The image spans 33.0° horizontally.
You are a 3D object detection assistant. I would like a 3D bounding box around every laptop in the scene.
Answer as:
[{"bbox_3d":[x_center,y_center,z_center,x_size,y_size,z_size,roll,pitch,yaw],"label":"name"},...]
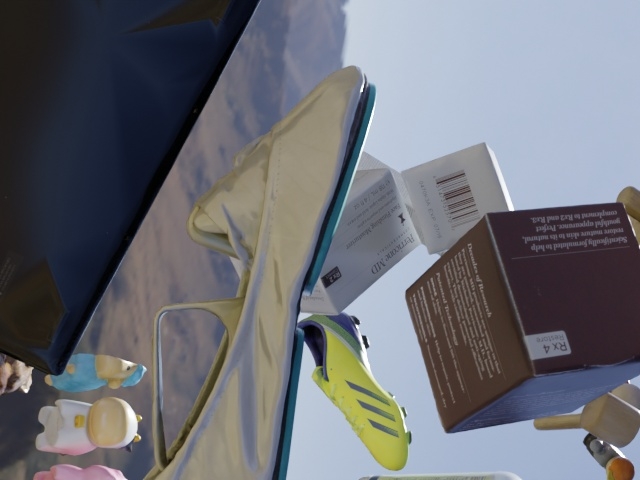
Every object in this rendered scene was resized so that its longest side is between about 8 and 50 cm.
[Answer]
[{"bbox_3d":[-0.322,-0.158,0.949,0.382,0.408,0.236,-62,-167,2],"label":"laptop"}]

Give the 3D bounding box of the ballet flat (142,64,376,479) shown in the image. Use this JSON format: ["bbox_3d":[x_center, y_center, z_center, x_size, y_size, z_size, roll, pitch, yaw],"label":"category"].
[{"bbox_3d":[-0.058,0.040,0.846,0.139,0.139,0.400,144,-40,-82],"label":"ballet flat"}]

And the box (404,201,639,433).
[{"bbox_3d":[0.215,0.082,1.102,0.203,0.169,0.167,128,-47,-58],"label":"box"}]

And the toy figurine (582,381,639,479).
[{"bbox_3d":[0.561,0.309,1.834,0.148,0.213,0.209,-122,-149,-71],"label":"toy figurine"}]

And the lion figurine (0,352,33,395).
[{"bbox_3d":[-0.369,0.190,1.021,0.240,0.142,0.392,90,10,-55],"label":"lion figurine"}]

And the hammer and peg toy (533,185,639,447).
[{"bbox_3d":[0.372,0.114,1.513,0.266,0.127,0.361,-36,-154,58],"label":"hammer and peg toy"}]

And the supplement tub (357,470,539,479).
[{"bbox_3d":[0.215,0.485,1.708,0.235,0.325,0.235,-6,90,-72],"label":"supplement tub"}]

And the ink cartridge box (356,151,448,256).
[{"bbox_3d":[0.152,-0.050,1.801,0.045,0.224,0.223,-55,174,-8],"label":"ink cartridge box"}]

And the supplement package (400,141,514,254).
[{"bbox_3d":[0.171,-0.048,1.294,0.179,0.105,0.105,-1,72,-77],"label":"supplement package"}]

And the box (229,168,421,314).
[{"bbox_3d":[0.000,0.000,1.436,0.182,0.181,0.119,0,-59,49],"label":"box"}]

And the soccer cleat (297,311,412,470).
[{"bbox_3d":[0.045,0.238,1.690,0.093,0.121,0.289,-56,-131,43],"label":"soccer cleat"}]

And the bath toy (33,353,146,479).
[{"bbox_3d":[-0.328,0.342,1.535,0.151,0.129,0.348,-18,-119,45],"label":"bath toy"}]
